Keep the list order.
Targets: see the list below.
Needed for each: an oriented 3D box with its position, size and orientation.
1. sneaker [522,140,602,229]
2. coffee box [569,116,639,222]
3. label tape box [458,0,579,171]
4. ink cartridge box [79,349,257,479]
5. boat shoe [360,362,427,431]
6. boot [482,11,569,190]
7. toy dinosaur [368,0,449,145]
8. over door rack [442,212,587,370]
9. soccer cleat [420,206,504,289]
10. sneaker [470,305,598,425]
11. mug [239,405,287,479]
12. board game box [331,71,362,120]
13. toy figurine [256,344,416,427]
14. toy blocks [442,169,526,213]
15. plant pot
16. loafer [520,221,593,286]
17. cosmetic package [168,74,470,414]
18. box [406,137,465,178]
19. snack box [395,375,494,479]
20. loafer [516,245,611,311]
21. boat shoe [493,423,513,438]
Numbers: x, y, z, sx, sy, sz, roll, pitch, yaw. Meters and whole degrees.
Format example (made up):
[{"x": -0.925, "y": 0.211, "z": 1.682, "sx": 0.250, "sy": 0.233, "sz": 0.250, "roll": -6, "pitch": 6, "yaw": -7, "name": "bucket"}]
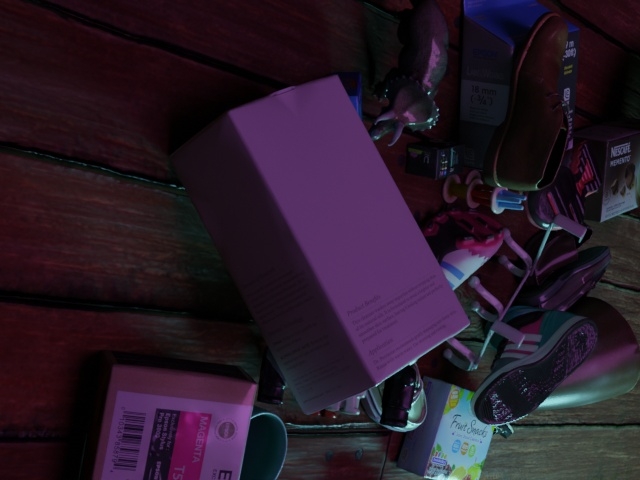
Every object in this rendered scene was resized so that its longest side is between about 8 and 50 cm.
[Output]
[{"x": 0.418, "y": -0.085, "z": 2.077, "sx": 0.314, "sy": 0.136, "sz": 0.116, "roll": -36, "pitch": 108, "yaw": -55, "name": "sneaker"}, {"x": 0.596, "y": -0.151, "z": 2.318, "sx": 0.297, "sy": 0.119, "sz": 0.168, "roll": -16, "pitch": 114, "yaw": -49, "name": "coffee box"}, {"x": 0.351, "y": -0.305, "z": 1.976, "sx": 0.240, "sy": 0.106, "sz": 0.334, "roll": -22, "pitch": 118, "yaw": -46, "name": "label tape box"}, {"x": -0.198, "y": 0.270, "z": 1.426, "sx": 0.193, "sy": 0.088, "sz": 0.235, "roll": 9, "pitch": 94, "yaw": -20, "name": "ink cartridge box"}, {"x": 0.119, "y": 0.233, "z": 1.867, "sx": 0.109, "sy": 0.094, "sz": 0.302, "roll": -57, "pitch": 138, "yaw": -22, "name": "boat shoe"}, {"x": 0.371, "y": -0.225, "z": 1.852, "sx": 0.112, "sy": 0.115, "sz": 0.305, "roll": 19, "pitch": 86, "yaw": -48, "name": "boot"}, {"x": 0.150, "y": -0.280, "z": 1.683, "sx": 0.121, "sy": 0.160, "sz": 0.314, "roll": 16, "pitch": 89, "yaw": -14, "name": "toy dinosaur"}, {"x": 0.315, "y": 0.086, "z": 1.954, "sx": 0.239, "sy": 0.108, "sz": 0.324, "roll": -57, "pitch": 179, "yaw": -17, "name": "over door rack"}, {"x": 0.189, "y": 0.044, "z": 1.904, "sx": 0.331, "sy": 0.116, "sz": 0.143, "roll": -24, "pitch": 141, "yaw": -48, "name": "soccer cleat"}, {"x": 0.353, "y": 0.218, "z": 2.097, "sx": 0.295, "sy": 0.178, "sz": 0.124, "roll": -33, "pitch": 117, "yaw": -22, "name": "sneaker"}, {"x": -0.124, "y": 0.276, "z": 1.576, "sx": 0.129, "sy": 0.097, "sz": 0.158, "roll": -17, "pitch": 114, "yaw": -47, "name": "mug"}, {"x": 0.038, "y": -0.124, "z": 1.626, "sx": 0.160, "sy": 0.047, "sz": 0.210, "roll": -81, "pitch": 169, "yaw": -68, "name": "board game box"}, {"x": 0.027, "y": 0.182, "z": 1.648, "sx": 0.209, "sy": 0.213, "sz": 0.148, "roll": 24, "pitch": 72, "yaw": -49, "name": "toy figurine"}, {"x": 0.305, "y": -0.082, "z": 1.955, "sx": 0.123, "sy": 0.148, "sz": 0.054, "roll": -13, "pitch": 111, "yaw": -48, "name": "toy blocks"}, {"x": 0.485, "y": 0.251, "z": 2.264, "sx": 0.230, "sy": 0.215, "sz": 0.215, "roll": -20, "pitch": 117, "yaw": -31, "name": "plant pot"}, {"x": 0.475, "y": 0.016, "z": 2.253, "sx": 0.220, "sy": 0.078, "sz": 0.080, "roll": -44, "pitch": 132, "yaw": -34, "name": "loafer"}, {"x": 0.000, "y": 0.000, "z": 1.455, "sx": 0.217, "sy": 0.156, "sz": 0.385, "roll": -23, "pitch": 84, "yaw": -44, "name": "cosmetic package"}, {"x": 0.191, "y": -0.136, "z": 1.865, "sx": 0.083, "sy": 0.062, "sz": 0.052, "roll": -16, "pitch": 115, "yaw": -47, "name": "box"}, {"x": 0.240, "y": 0.355, "z": 2.076, "sx": 0.207, "sy": 0.070, "sz": 0.175, "roll": 27, "pitch": 79, "yaw": -52, "name": "snack box"}, {"x": 0.501, "y": 0.096, "z": 2.290, "sx": 0.267, "sy": 0.096, "sz": 0.084, "roll": -28, "pitch": 104, "yaw": -33, "name": "loafer"}, {"x": 0.339, "y": 0.360, "z": 2.221, "sx": 0.042, "sy": 0.049, "sz": 0.133, "roll": -58, "pitch": 137, "yaw": -13, "name": "boat shoe"}]
